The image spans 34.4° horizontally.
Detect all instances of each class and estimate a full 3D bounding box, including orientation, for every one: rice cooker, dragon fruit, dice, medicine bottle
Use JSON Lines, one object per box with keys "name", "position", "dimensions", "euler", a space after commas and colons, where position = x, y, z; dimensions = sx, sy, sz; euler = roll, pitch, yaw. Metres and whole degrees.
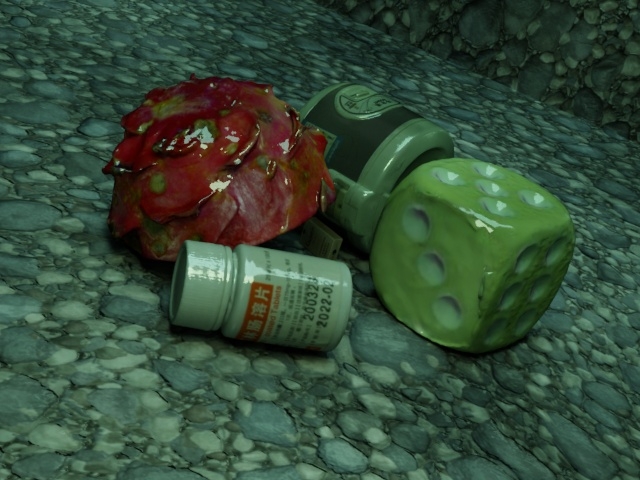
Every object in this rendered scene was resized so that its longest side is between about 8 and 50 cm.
{"name": "rice cooker", "position": [0.087, -0.129, 1.904], "dimensions": [0.277, 0.288, 0.288], "euler": [33, 30, 30]}
{"name": "dragon fruit", "position": [-0.173, -0.137, 1.679], "dimensions": [0.386, 0.249, 0.371], "euler": [-2, 30, 23]}
{"name": "dice", "position": [0.248, 0.022, 1.728], "dimensions": [0.254, 0.252, 0.249], "euler": [-13, 38, -44]}
{"name": "medicine bottle", "position": [-0.089, 0.079, 1.525], "dimensions": [0.252, 0.144, 0.144], "euler": [13, 26, -15]}

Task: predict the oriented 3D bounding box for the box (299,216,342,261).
{"name": "box", "position": [0.000, 0.000, 1.843], "dimensions": [0.024, 0.053, 0.083], "euler": [-5, 34, -40]}
